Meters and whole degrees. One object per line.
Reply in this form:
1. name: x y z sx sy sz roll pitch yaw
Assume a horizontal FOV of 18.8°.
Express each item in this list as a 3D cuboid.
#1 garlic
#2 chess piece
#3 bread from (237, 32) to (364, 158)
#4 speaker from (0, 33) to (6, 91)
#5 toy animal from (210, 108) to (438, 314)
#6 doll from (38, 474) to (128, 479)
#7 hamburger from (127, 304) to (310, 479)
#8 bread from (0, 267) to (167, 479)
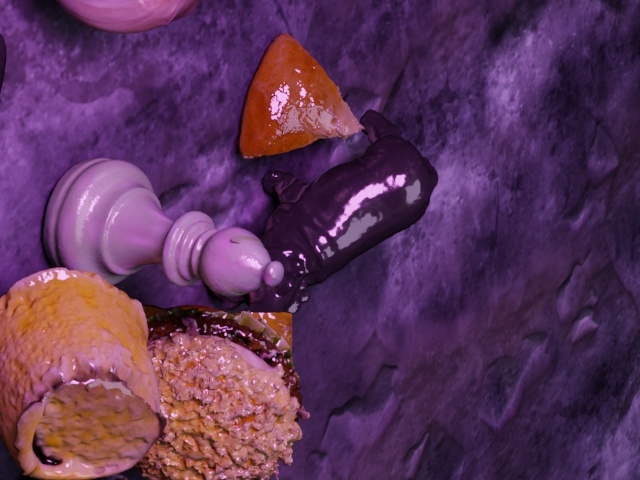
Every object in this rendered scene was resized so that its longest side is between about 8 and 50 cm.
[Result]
1. garlic: -0.157 -0.327 1.889 0.207 0.256 0.207 42 36 -40
2. chess piece: -0.147 0.005 1.987 0.139 0.271 0.139 -27 124 -48
3. bread: -0.030 -0.174 2.242 0.154 0.054 0.136 -13 95 -22
4. speaker: -0.431 -0.023 1.682 0.388 0.180 0.184 -52 147 -26
5. toy animal: -0.014 -0.004 2.266 0.343 0.168 0.106 -43 139 -16
6. doll: -0.242 0.380 2.104 0.261 0.161 0.177 57 36 -45
7. hamburger: -0.140 0.180 2.117 0.139 0.261 0.243 -78 169 -60
8. bread: -0.256 0.141 1.965 0.197 0.170 0.197 -13 129 -16
